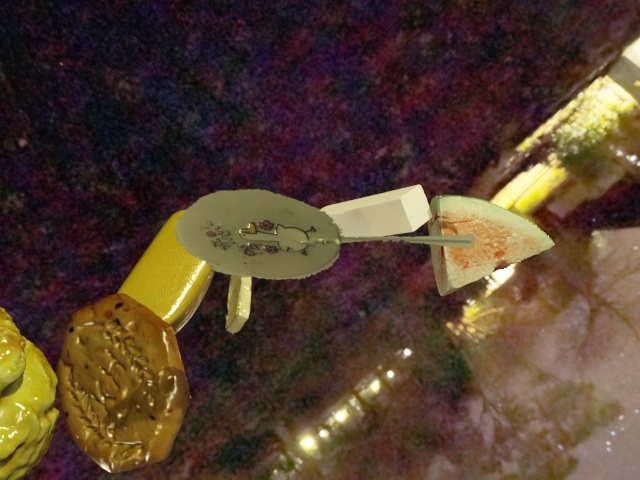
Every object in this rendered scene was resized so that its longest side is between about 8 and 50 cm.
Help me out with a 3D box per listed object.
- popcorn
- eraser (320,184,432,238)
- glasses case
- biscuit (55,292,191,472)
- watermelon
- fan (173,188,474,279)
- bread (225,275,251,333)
[{"bbox_3d":[-0.512,0.220,0.778,0.282,0.282,0.247,-25,131,-49],"label":"popcorn"},{"bbox_3d":[0.098,-0.050,1.278,0.078,0.076,0.298,-33,-165,-38],"label":"eraser"},{"bbox_3d":[-0.376,0.104,1.468,0.141,0.173,0.371,112,3,-58],"label":"glasses case"},{"bbox_3d":[-0.405,0.285,1.151,0.359,0.359,0.046,-47,159,21],"label":"biscuit"},{"bbox_3d":[0.336,0.029,1.242,0.213,0.261,0.201,91,18,-78],"label":"watermelon"},{"bbox_3d":[0.000,0.001,0.794,0.414,0.012,0.233,-1,149,8],"label":"fan"},{"bbox_3d":[-0.144,0.085,1.048,0.028,0.154,0.068,15,142,-21],"label":"bread"}]
